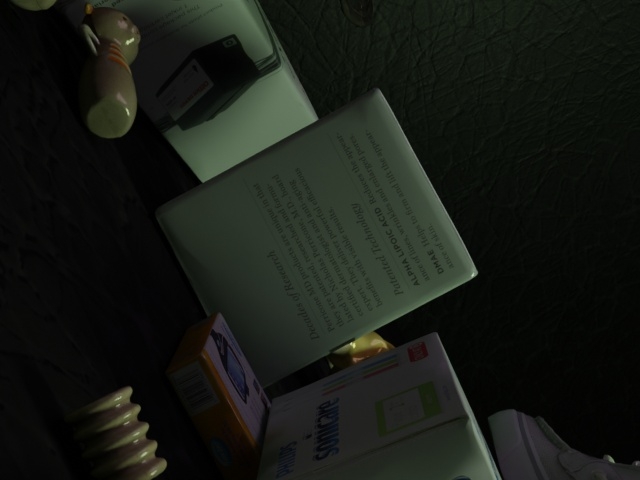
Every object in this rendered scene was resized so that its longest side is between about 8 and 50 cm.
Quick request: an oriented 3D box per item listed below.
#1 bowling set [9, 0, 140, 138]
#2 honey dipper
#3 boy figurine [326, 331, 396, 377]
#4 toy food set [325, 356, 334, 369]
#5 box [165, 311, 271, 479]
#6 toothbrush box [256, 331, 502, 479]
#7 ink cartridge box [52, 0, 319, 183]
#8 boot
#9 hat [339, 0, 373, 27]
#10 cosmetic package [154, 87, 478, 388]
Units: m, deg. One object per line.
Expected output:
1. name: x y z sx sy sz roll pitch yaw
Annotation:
1. bowling set: -0.126 -0.226 0.819 0.154 0.200 0.287 -101 168 -52
2. honey dipper: -0.055 0.136 0.514 0.161 0.030 0.030 63 4 1
3. boy figurine: 0.045 0.151 1.183 0.177 0.092 0.285 61 4 -8
4. toy food set: -0.018 0.051 1.381 0.132 0.038 0.192 65 5 34
5. box: -0.057 0.093 0.775 0.081 0.028 0.136 62 2 -7
6. toothbrush box: 0.072 0.218 0.724 0.206 0.122 0.283 -80 146 -83
7. ink cartridge box: -0.133 -0.216 1.106 0.223 0.129 0.307 64 5 30
8. boot: 0.189 0.171 0.779 0.258 0.123 0.095 -108 175 -63
9. hat: -0.049 -0.329 1.062 0.331 0.134 0.331 -10 90 -80
10. cosmetic package: 0.000 0.000 0.962 0.151 0.183 0.151 61 4 2
